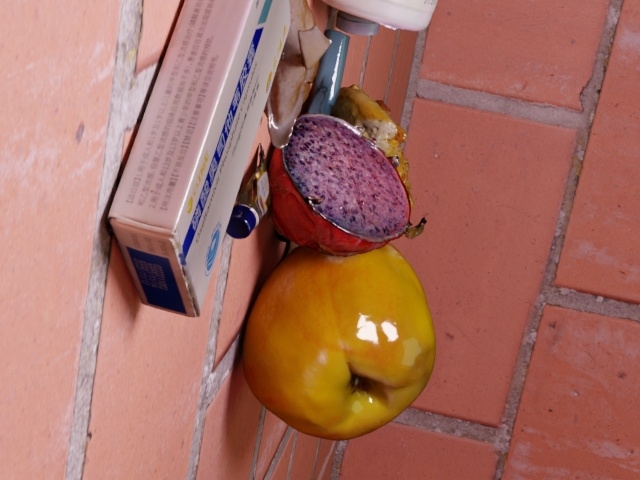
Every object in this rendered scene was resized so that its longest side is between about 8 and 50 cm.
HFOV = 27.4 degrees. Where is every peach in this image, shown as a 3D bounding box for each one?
[{"bbox_3d":[0.028,0.131,1.915,0.308,0.288,0.289,-110,-158,-50],"label":"peach"}]

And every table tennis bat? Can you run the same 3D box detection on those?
[{"bbox_3d":[-0.012,-0.156,1.987,0.215,0.044,0.329,36,69,-82],"label":"table tennis bat"}]

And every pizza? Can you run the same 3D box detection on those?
[{"bbox_3d":[0.090,-0.150,2.125,0.086,0.226,0.335,-34,-173,-6],"label":"pizza"}]

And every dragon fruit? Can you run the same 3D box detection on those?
[{"bbox_3d":[0.003,-0.051,1.818,0.148,0.223,0.218,-46,-122,38],"label":"dragon fruit"}]

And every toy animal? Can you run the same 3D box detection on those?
[{"bbox_3d":[-0.044,-0.203,1.517,0.179,0.089,0.188,-123,-141,-79],"label":"toy animal"}]

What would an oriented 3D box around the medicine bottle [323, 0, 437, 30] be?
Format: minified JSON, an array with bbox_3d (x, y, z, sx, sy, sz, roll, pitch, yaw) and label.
[{"bbox_3d":[0.113,-0.446,1.799,0.170,0.170,0.293,-50,160,-74],"label":"medicine bottle"}]

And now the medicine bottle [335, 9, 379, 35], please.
[{"bbox_3d":[0.072,-0.418,1.952,0.090,0.090,0.217,-61,163,-65],"label":"medicine bottle"}]

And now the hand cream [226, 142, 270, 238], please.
[{"bbox_3d":[-0.083,-0.057,1.628,0.163,0.039,0.062,-70,155,-55],"label":"hand cream"}]

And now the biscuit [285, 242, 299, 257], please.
[{"bbox_3d":[0.001,0.000,2.161,0.213,0.091,0.274,79,23,-69],"label":"biscuit"}]

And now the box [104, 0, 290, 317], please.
[{"bbox_3d":[-0.104,-0.121,1.229,0.200,0.065,0.343,87,17,-66],"label":"box"}]
